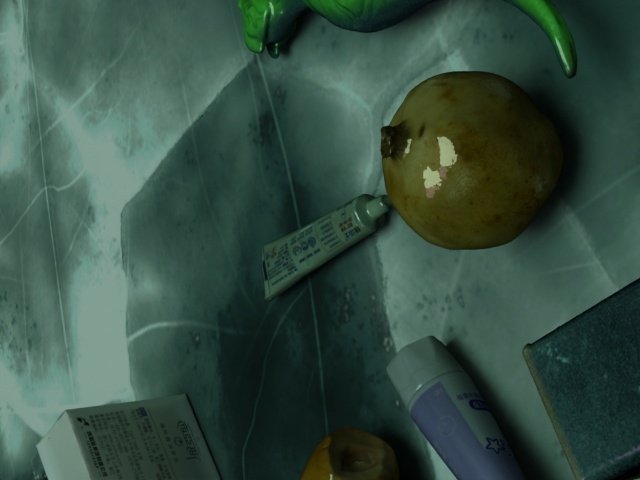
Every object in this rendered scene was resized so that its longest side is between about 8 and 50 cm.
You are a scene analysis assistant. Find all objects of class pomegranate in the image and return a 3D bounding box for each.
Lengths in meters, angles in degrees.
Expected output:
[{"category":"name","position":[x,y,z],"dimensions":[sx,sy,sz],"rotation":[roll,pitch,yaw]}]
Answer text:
[{"category":"pomegranate","position":[0.142,-0.083,1.296],"dimensions":[0.196,0.196,0.196],"rotation":[4,95,48]}]

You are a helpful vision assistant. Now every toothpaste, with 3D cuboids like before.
[{"category":"toothpaste","position":[0.188,0.266,1.336],"dimensions":[0.371,0.080,0.125],"rotation":[59,175,32]},{"category":"toothpaste","position":[0.001,0.001,1.567],"dimensions":[0.268,0.047,0.069],"rotation":[-30,89,47]}]

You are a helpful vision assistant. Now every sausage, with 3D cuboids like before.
[{"category":"sausage","position":[0.000,0.388,1.528],"dimensions":[0.134,0.116,0.354],"rotation":[-85,11,-60]}]

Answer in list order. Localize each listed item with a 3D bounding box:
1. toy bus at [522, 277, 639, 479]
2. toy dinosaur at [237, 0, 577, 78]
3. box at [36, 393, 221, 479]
[{"category":"toy bus","position":[0.348,0.085,1.072],"dimensions":[0.323,0.194,0.162],"rotation":[-40,63,42]},{"category":"toy dinosaur","position":[0.055,-0.243,1.427],"dimensions":[0.374,0.144,0.500],"rotation":[-57,48,39]},{"category":"box","position":[-0.242,0.362,1.741],"dimensions":[0.116,0.203,0.274],"rotation":[-47,59,39]}]
